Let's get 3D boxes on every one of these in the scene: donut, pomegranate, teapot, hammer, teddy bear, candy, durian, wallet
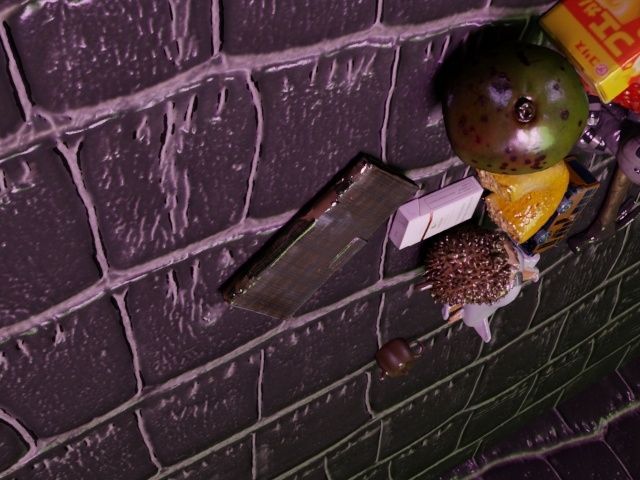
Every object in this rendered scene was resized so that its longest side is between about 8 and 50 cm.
[{"bbox_3d":[0.354,-0.106,1.916,0.152,0.101,0.259,-39,151,-2],"label":"donut"},{"bbox_3d":[0.269,-0.186,1.578,0.202,0.202,0.248,-37,-177,5],"label":"pomegranate"},{"bbox_3d":[0.167,0.247,2.328,0.121,0.068,0.076,-28,154,-14],"label":"teapot"},{"bbox_3d":[0.605,-0.116,2.253,0.168,0.044,0.440,-28,155,-12],"label":"hammer"},{"bbox_3d":[0.535,-0.177,1.862,0.171,0.251,0.144,-55,153,9],"label":"teddy bear"},{"bbox_3d":[0.459,-0.337,1.568,0.276,0.146,0.088,-41,155,9],"label":"candy"},{"bbox_3d":[0.257,0.055,2.000,0.196,0.167,0.196,-13,154,-6],"label":"durian"},{"bbox_3d":[0.000,-0.001,1.715,0.317,0.044,0.169,-45,150,17],"label":"wallet"}]

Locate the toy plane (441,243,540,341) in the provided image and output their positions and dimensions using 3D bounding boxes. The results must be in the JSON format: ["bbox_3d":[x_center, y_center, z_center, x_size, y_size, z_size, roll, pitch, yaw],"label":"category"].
[{"bbox_3d":[0.336,0.097,2.216,0.244,0.117,0.245,-26,154,-14],"label":"toy plane"}]

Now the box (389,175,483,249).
[{"bbox_3d":[0.193,-0.046,1.876,0.154,0.040,0.084,-22,155,-23],"label":"box"}]

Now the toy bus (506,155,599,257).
[{"bbox_3d":[0.427,-0.062,2.076,0.103,0.091,0.182,-17,148,-36],"label":"toy bus"}]

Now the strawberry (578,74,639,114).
[{"bbox_3d":[0.546,-0.292,1.704,0.261,0.257,0.261,-58,174,-11],"label":"strawberry"}]
